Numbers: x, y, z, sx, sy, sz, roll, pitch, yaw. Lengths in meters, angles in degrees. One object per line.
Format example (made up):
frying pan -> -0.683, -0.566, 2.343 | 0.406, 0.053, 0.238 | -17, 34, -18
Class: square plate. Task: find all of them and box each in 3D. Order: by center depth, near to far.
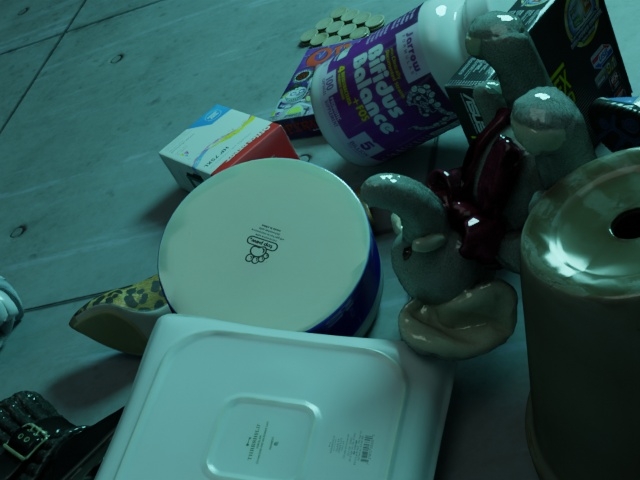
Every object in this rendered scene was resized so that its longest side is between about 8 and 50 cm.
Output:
square plate -> -0.055, 0.210, 1.125 | 0.344, 0.049, 0.347 | 5, 47, 13

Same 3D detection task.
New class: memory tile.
memory tile -> 0.038, -0.372, 1.996 | 0.113, 0.012, 0.148 | -40, 36, -16

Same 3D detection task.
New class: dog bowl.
dog bowl -> -0.060, 0.033, 1.371 | 0.265, 0.104, 0.265 | -5, 58, 9

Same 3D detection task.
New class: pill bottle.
pill bottle -> 0.144, -0.227, 1.527 | 0.301, 0.169, 0.169 | -25, 30, 38

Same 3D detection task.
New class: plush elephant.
plush elephant -> 0.165, -0.033, 1.187 | 0.255, 0.330, 0.272 | -26, 37, 10

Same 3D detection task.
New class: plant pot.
plant pot -> 0.304, 0.083, 0.974 | 0.323, 0.280, 0.323 | -19, 36, 15

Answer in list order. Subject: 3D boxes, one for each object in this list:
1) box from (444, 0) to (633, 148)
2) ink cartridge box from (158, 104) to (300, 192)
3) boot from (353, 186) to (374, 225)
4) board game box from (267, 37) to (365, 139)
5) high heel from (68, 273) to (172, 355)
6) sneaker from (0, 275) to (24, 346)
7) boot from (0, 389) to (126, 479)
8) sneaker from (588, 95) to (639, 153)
box -> 0.279, -0.186, 1.397 | 0.060, 0.216, 0.270 | 10, 49, 43
ink cartridge box -> -0.129, -0.124, 1.734 | 0.134, 0.078, 0.231 | -43, 37, -20
boot -> 0.000, 0.000, 1.490 | 0.152, 0.073, 0.197 | -16, 40, 9
board game box -> 0.101, -0.257, 1.773 | 0.346, 0.056, 0.208 | -7, 35, 30
high heel -> -0.207, 0.067, 1.546 | 0.261, 0.093, 0.186 | -6, 33, 28
sneaker -> -0.585, 0.123, 1.701 | 0.366, 0.210, 0.137 | -45, 14, 48
boot -> -0.264, 0.235, 1.320 | 0.348, 0.131, 0.260 | -36, 28, -22
sneaker -> 0.426, -0.139, 1.364 | 0.211, 0.080, 0.081 | 19, 49, 36
